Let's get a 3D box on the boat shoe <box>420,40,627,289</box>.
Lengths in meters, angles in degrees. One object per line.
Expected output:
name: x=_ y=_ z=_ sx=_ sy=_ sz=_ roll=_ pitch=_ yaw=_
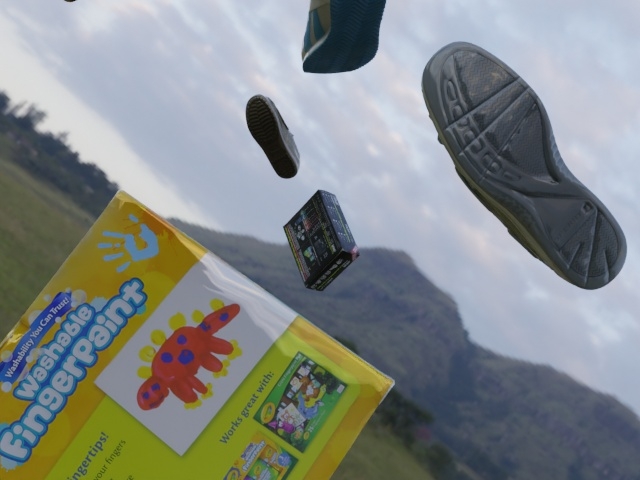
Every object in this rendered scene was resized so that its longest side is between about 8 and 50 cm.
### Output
boat shoe: x=0.216 y=-0.078 z=1.096 sx=0.320 sy=0.118 sz=0.103 roll=48 pitch=-9 yaw=-12

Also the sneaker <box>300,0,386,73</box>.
sneaker: x=0.025 y=-0.271 z=1.136 sx=0.229 sy=0.087 sz=0.092 roll=118 pitch=-34 yaw=-64

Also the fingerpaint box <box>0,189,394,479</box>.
fingerpaint box: x=-0.201 y=0.236 z=1.076 sx=0.371 sy=0.445 sz=0.163 roll=34 pitch=-13 yaw=1

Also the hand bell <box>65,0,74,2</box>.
hand bell: x=-0.170 y=-0.177 z=0.443 sx=0.126 sy=0.126 sz=0.242 roll=37 pitch=-6 yaw=21

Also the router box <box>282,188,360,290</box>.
router box: x=0.000 y=0.000 z=1.451 sx=0.038 sy=0.092 sz=0.122 roll=16 pitch=41 yaw=-41

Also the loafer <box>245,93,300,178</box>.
loafer: x=-0.077 y=-0.173 z=1.608 sx=0.148 sy=0.056 sz=0.050 roll=67 pitch=23 yaw=-16
